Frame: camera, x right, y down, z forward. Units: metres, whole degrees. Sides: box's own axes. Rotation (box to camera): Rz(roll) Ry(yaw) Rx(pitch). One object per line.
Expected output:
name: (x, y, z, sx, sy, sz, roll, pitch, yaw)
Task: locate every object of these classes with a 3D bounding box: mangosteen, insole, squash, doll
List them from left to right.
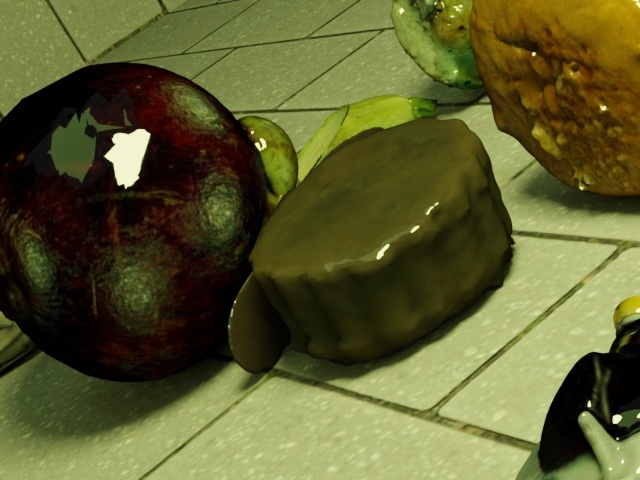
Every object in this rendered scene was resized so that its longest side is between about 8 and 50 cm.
mangosteen: (-0.170, -0.023, 1.444, 0.330, 0.330, 0.330, -27, 19, 10)
insole: (0.000, 0.000, 1.420, 0.007, 0.111, 0.328, -4, 35, 37)
squash: (0.045, -0.121, 1.710, 0.200, 0.075, 0.090, -34, -7, -15)
doll: (0.183, 0.099, 0.883, 0.146, 0.103, 0.316, -5, 19, 21)

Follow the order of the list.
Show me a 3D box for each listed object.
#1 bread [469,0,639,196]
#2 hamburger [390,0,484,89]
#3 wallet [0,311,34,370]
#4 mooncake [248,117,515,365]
bread: (0.234, -0.156, 1.248, 0.146, 0.268, 0.268, -35, 18, -25)
hamburger: (0.207, -0.269, 1.706, 0.168, 0.192, 0.288, -2, 7, 45)
wallet: (-0.399, 0.106, 1.827, 0.335, 0.068, 0.275, -36, 14, 4)
mooncake: (0.055, 0.006, 1.298, 0.228, 0.124, 0.228, -25, 24, 12)
